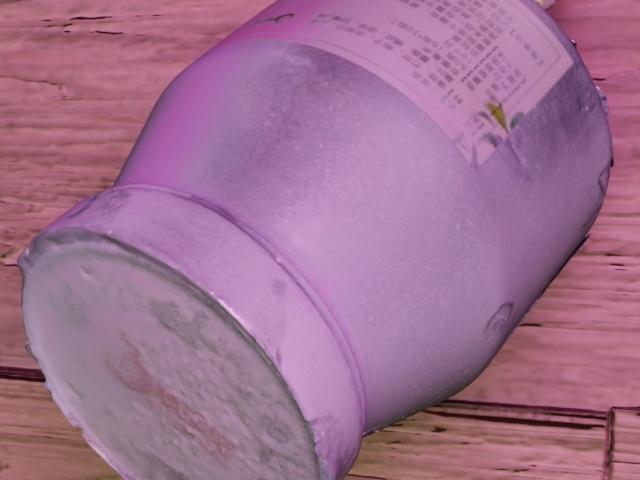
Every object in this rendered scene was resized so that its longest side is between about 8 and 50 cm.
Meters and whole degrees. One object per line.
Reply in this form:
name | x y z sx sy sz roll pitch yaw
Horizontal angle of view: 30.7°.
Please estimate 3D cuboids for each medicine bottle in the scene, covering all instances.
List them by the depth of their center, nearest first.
medicine bottle | 0.000 0.000 0.659 0.245 0.290 0.245 22 135 23

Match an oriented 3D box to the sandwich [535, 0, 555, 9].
sandwich | 0.051 -0.233 0.718 0.258 0.096 0.094 46 118 -1
